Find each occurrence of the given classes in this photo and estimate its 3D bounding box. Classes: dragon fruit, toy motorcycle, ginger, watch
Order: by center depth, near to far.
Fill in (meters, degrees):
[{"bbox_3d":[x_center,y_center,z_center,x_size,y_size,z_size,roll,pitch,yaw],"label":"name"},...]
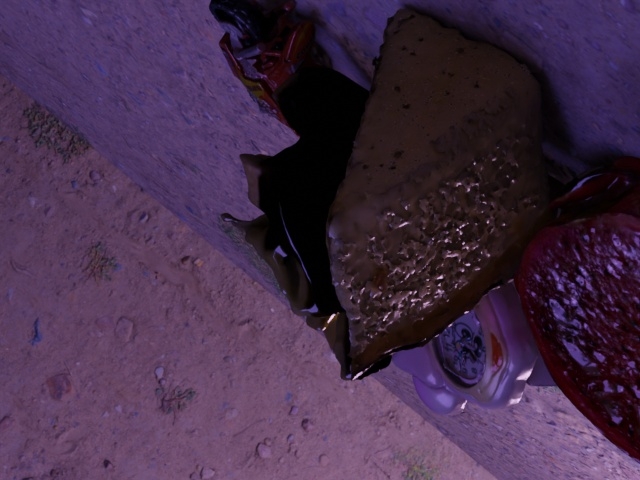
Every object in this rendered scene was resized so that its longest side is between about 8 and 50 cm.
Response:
[{"bbox_3d":[0.389,0.066,1.536,0.386,0.249,0.371,27,147,33],"label":"dragon fruit"},{"bbox_3d":[0.237,0.110,1.986,0.248,0.217,0.211,17,112,55],"label":"watch"},{"bbox_3d":[0.000,0.000,2.116,0.211,0.358,0.413,-10,129,39],"label":"ginger"},{"bbox_3d":[-0.054,-0.230,2.154,0.171,0.089,0.298,34,166,23],"label":"toy motorcycle"}]

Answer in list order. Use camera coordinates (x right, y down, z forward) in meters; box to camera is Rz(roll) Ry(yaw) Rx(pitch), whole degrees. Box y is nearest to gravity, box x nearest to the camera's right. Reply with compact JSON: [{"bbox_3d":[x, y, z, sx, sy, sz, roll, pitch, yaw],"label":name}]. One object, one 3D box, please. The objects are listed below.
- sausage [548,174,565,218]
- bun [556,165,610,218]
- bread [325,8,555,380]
[{"bbox_3d":[0.185,-0.062,1.966,0.304,0.121,0.121,33,166,38],"label":"sausage"},{"bbox_3d":[0.341,0.022,1.771,0.222,0.127,0.222,39,167,11],"label":"bun"},{"bbox_3d":[0.077,-0.061,1.763,0.279,0.315,0.248,43,152,41],"label":"bread"}]
